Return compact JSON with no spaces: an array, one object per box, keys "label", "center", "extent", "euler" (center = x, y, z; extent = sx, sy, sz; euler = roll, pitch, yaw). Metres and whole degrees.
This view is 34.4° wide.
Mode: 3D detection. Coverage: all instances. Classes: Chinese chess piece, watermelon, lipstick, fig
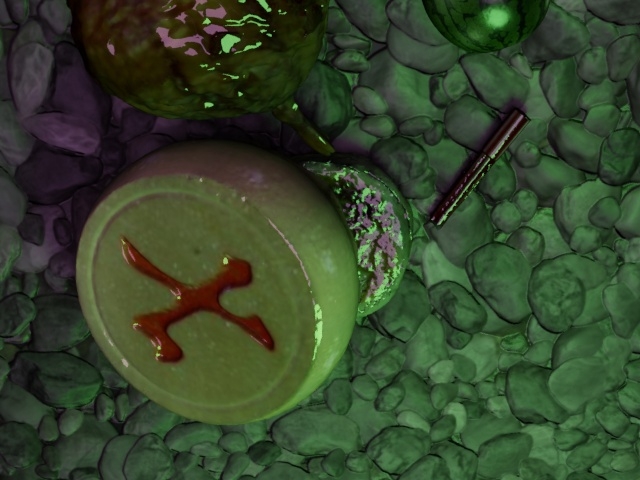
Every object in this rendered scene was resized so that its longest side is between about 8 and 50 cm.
[{"label":"Chinese chess piece","center":[-0.118,0.048,1.199],"extent":[0.338,0.140,0.338],"euler":[8,113,20]},{"label":"watermelon","center":[0.168,-0.296,1.121],"extent":[0.140,0.141,0.187],"euler":[-30,104,11]},{"label":"lipstick","center":[0.191,-0.086,1.261],"extent":[0.027,0.027,0.176],"euler":[34,109,-12]},{"label":"fig","center":[-0.076,-0.207,1.104],"extent":[0.286,0.286,0.369],"euler":[-35,125,12]}]

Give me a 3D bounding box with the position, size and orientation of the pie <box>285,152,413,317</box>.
[{"label":"pie","center":[0.000,0.000,1.278],"extent":[0.240,0.054,0.240],"euler":[0,110,0]}]
